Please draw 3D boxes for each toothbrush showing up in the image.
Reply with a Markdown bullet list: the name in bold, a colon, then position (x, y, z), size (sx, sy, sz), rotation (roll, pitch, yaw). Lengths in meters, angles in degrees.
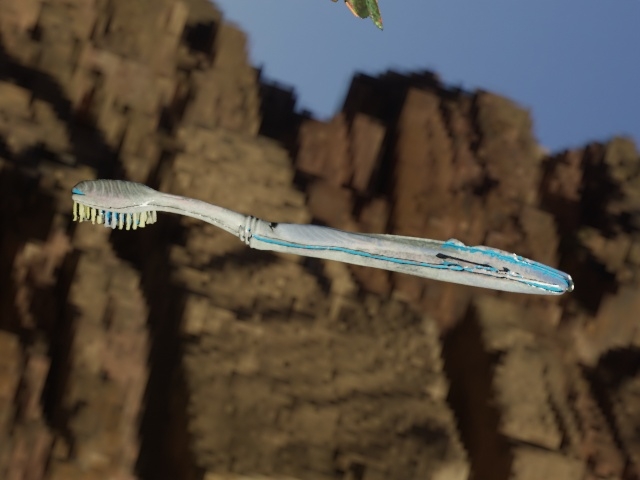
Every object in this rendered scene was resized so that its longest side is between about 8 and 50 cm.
- **toothbrush**: position (0.000, 0.000, 1.588), size (0.035, 0.413, 0.042), rotation (-76, 174, -46)

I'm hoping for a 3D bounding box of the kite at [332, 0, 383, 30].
- **kite**: position (-0.046, -0.205, 0.981), size (0.014, 0.241, 0.183), rotation (-31, -155, 39)
